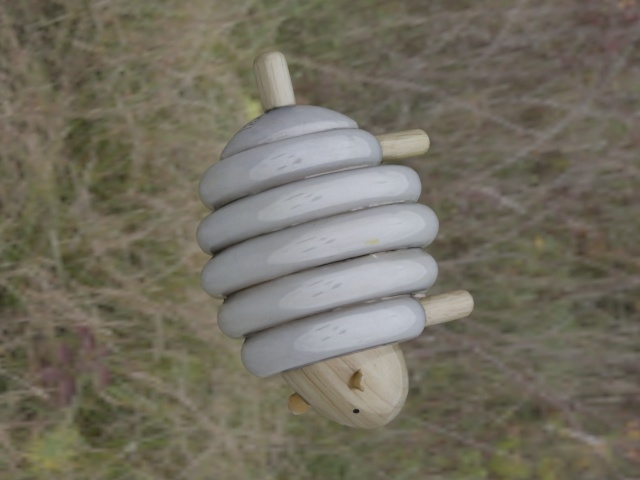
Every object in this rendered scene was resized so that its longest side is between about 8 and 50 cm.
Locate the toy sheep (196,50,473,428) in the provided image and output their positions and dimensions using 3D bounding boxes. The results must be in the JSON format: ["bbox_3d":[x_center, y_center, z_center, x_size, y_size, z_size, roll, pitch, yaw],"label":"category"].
[{"bbox_3d":[0.000,0.000,0.616,0.091,0.091,0.132,-11,79,-40],"label":"toy sheep"}]
